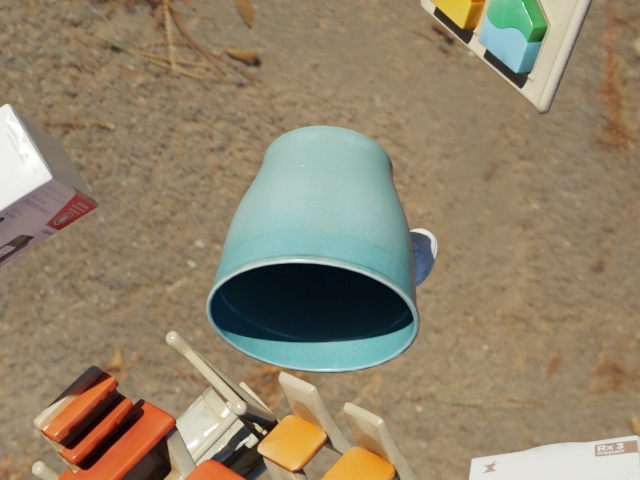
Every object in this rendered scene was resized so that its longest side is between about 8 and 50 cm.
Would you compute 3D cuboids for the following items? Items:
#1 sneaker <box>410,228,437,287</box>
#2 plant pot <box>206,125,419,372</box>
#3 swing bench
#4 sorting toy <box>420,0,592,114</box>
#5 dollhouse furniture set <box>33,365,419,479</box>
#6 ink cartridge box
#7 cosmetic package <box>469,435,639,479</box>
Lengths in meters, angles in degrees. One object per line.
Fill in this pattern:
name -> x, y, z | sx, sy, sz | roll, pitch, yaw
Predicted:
sneaker -> 0.107, 0.034, 1.820 | 0.212, 0.080, 0.094 | -38, 155, -33
plant pot -> 0.000, 0.000, 1.616 | 0.271, 0.255, 0.272 | 4, 145, 3
swing bench -> -0.182, 0.290, 1.582 | 0.253, 0.165, 0.255 | -46, 149, -3
sorting toy -> 0.154, -0.235, 1.005 | 0.038, 0.208, 0.193 | -8, 132, -29
dollhouse furniture set -> -0.100, 0.203, 0.925 | 0.262, 0.259, 0.135 | -45, 129, -23
ink cartridge box -> -0.242, -0.016, 0.827 | 0.150, 0.109, 0.063 | -33, 80, 1
cosmetic package -> 0.176, 0.251, 0.797 | 0.117, 0.085, 0.231 | -13, 111, 17
